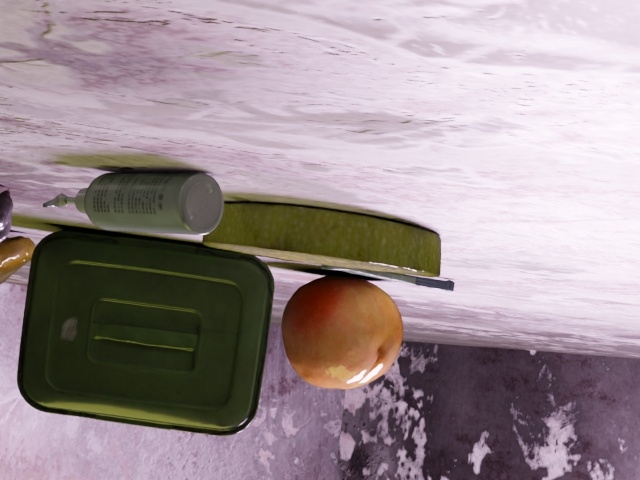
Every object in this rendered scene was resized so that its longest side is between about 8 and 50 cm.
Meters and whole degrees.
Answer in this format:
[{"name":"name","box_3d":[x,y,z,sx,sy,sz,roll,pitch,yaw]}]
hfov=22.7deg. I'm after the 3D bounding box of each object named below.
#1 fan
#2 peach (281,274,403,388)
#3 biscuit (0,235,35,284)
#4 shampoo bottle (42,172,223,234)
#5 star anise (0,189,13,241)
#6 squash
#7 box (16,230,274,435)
[{"name":"fan","box_3d":[0.093,0.047,2.149,0.193,0.016,0.038,10,177,-20]},{"name":"peach","box_3d":[0.035,0.134,2.336,0.184,0.184,0.184,7,174,1]},{"name":"biscuit","box_3d":[-0.603,0.036,2.366,0.329,0.078,0.335,-11,-167,-20]},{"name":"shampoo bottle","box_3d":[-0.173,-0.036,1.447,0.195,0.056,0.056,4,174,43]},{"name":"star anise","box_3d":[-0.504,0.014,1.724,0.359,0.139,0.316,-10,170,7]},{"name":"squash","box_3d":[0.000,0.000,1.658,0.252,0.049,0.252,7,177,0]},{"name":"box","box_3d":[-0.238,0.115,2.194,0.328,0.253,0.178,8,-172,-5]}]
